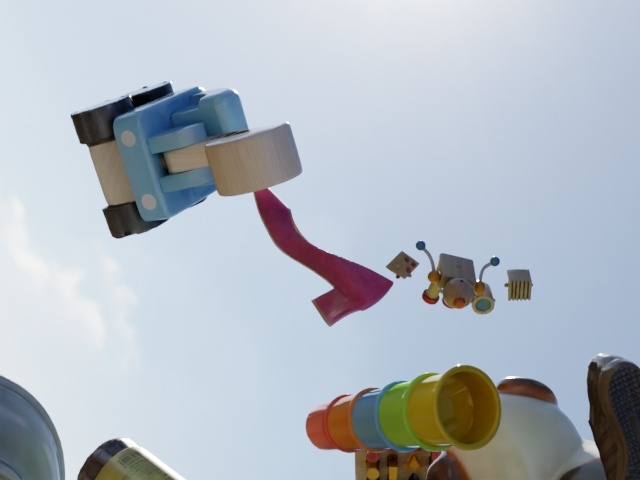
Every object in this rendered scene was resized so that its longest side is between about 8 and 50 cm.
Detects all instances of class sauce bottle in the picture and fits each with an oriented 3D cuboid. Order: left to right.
[{"bbox_3d":[-0.158,0.367,1.579,0.344,0.111,0.111,28,-37,34],"label":"sauce bottle"}]

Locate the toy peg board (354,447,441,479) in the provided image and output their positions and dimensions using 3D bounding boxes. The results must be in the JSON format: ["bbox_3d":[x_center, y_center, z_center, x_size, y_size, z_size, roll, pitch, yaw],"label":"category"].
[{"bbox_3d":[0.135,0.355,2.086,0.079,0.161,0.161,-82,171,-74],"label":"toy peg board"}]

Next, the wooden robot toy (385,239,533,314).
[{"bbox_3d":[0.162,0.061,1.486,0.079,0.173,0.076,-93,-162,-57],"label":"wooden robot toy"}]

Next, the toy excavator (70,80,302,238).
[{"bbox_3d":[-0.184,-0.150,2.057,0.445,0.433,0.222,-11,-77,25],"label":"toy excavator"}]

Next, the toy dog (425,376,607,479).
[{"bbox_3d":[0.333,0.365,1.683,0.408,0.285,0.395,30,-14,32],"label":"toy dog"}]

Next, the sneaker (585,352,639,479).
[{"bbox_3d":[0.303,0.200,1.266,0.071,0.066,0.189,-147,-135,-75],"label":"sneaker"}]

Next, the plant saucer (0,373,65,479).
[{"bbox_3d":[-0.478,0.361,1.621,0.100,0.400,0.401,19,-46,44],"label":"plant saucer"}]

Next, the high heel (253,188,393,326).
[{"bbox_3d":[0.000,0.000,1.888,0.244,0.117,0.082,58,6,5],"label":"high heel"}]

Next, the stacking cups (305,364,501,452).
[{"bbox_3d":[0.084,0.205,1.539,0.316,0.096,0.096,-16,-81,58],"label":"stacking cups"}]
